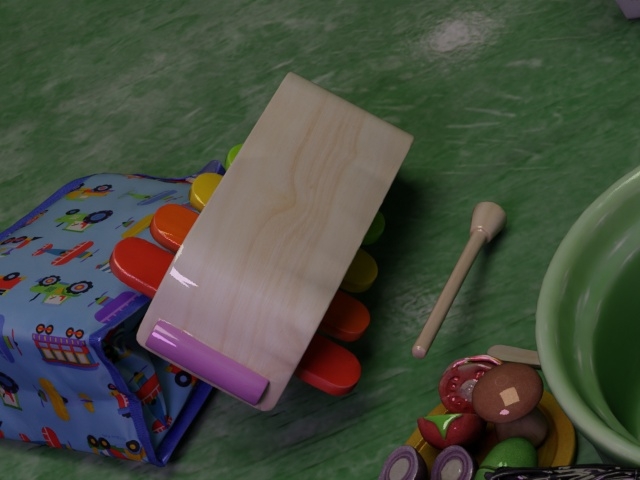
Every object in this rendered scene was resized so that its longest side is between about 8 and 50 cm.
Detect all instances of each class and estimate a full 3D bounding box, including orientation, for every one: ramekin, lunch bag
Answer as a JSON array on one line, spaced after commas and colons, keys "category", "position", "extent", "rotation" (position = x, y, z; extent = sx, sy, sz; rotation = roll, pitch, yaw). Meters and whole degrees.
[{"category": "ramekin", "position": [0.304, 0.075, 1.271], "extent": [0.303, 0.148, 0.303], "rotation": [-14, 43, 14]}, {"category": "lunch bag", "position": [-0.161, 0.026, 1.597], "extent": [0.221, 0.138, 0.293], "rotation": [5, 41, 35]}]

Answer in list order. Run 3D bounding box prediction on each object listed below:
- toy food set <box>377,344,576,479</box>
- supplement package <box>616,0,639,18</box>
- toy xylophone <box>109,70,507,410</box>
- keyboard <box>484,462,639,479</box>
[{"category": "toy food set", "position": [0.106, 0.136, 1.371], "extent": [0.128, 0.071, 0.218], "rotation": [17, 58, 39]}, {"category": "supplement package", "position": [0.357, -0.316, 1.575], "extent": [0.293, 0.175, 0.177], "rotation": [-7, 54, 34]}, {"category": "toy xylophone", "position": [0.000, 0.000, 1.499], "extent": [0.236, 0.081, 0.322], "rotation": [34, 44, 6]}, {"category": "keyboard", "position": [0.173, 0.214, 1.162], "extent": [0.317, 0.201, 0.033], "rotation": [-3, 16, 20]}]
